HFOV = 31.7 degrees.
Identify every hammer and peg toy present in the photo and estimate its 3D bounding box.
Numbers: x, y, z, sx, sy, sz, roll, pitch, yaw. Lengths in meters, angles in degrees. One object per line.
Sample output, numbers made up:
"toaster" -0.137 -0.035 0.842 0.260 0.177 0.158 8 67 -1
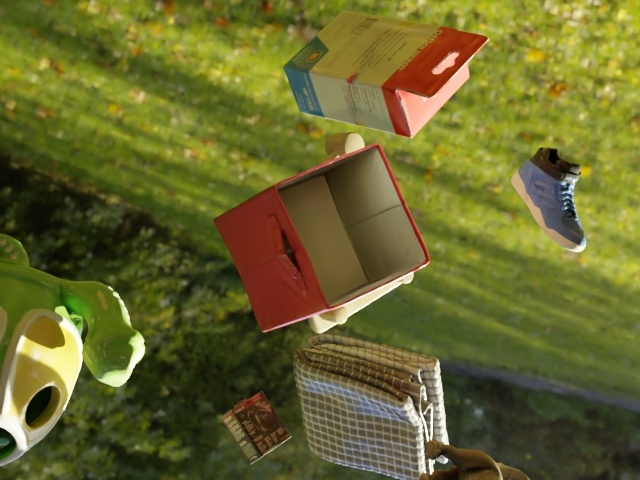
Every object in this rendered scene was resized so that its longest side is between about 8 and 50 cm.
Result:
"hammer and peg toy" 0.025 -0.023 2.269 0.127 0.266 0.361 10 125 54

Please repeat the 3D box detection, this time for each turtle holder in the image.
"turtle holder" -0.388 0.154 1.371 0.320 0.227 0.243 5 137 -17

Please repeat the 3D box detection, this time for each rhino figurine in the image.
"rhino figurine" 0.205 0.355 1.379 0.106 0.073 0.243 11 -141 -32

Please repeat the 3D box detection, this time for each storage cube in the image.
"storage cube" 0.000 0.000 1.571 0.215 0.184 0.193 -24 180 -34

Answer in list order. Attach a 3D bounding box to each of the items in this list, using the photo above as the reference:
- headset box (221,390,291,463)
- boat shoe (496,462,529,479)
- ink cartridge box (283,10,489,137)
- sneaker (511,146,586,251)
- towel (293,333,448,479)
"headset box" -0.089 0.248 1.517 0.083 0.062 0.032 55 135 7
"boat shoe" 0.288 0.522 1.817 0.118 0.321 0.103 1 176 -1
"ink cartridge box" 0.087 -0.206 1.396 0.231 0.134 0.078 19 143 38
"sneaker" 0.328 -0.062 1.534 0.058 0.085 0.152 6 -137 -40
"towel" 0.088 0.315 2.089 0.283 0.121 0.235 12 124 32
